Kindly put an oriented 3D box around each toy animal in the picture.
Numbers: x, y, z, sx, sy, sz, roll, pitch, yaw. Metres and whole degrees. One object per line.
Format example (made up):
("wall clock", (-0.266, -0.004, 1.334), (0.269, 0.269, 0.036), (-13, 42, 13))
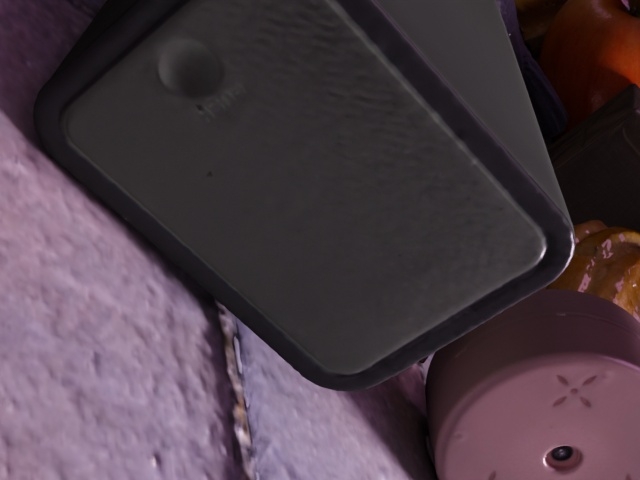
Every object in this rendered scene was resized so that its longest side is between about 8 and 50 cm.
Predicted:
("toy animal", (0.189, -0.281, 1.257), (0.367, 0.081, 0.205), (34, 45, -51))

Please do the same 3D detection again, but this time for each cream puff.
("cream puff", (0.213, 0.074, 0.861), (0.189, 0.129, 0.189), (-2, 92, -50))

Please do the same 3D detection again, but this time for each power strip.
("power strip", (0.138, 0.110, 0.654), (0.154, 0.154, 0.078), (50, 20, -24))

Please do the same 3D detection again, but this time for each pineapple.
("pineapple", (0.334, -0.314, 1.552), (0.236, 0.114, 0.186), (64, 23, -1))

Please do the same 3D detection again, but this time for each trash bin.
("trash bin", (0.000, -0.116, 0.617), (0.223, 0.158, 0.343), (43, 25, -24))

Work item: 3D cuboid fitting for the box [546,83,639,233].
("box", (0.386, -0.044, 1.268), (0.231, 0.155, 0.149), (47, 24, -5))

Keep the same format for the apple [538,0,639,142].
("apple", (0.406, -0.213, 1.393), (0.242, 0.242, 0.241), (-81, 160, -54))

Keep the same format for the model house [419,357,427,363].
("model house", (0.057, 0.037, 0.650), (0.058, 0.057, 0.083), (36, -3, -28))
